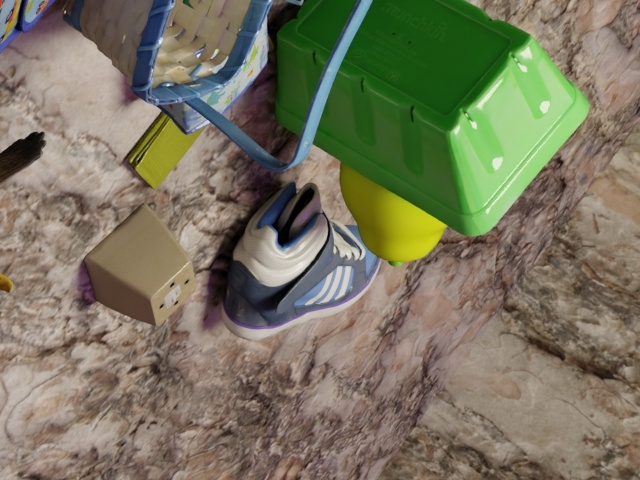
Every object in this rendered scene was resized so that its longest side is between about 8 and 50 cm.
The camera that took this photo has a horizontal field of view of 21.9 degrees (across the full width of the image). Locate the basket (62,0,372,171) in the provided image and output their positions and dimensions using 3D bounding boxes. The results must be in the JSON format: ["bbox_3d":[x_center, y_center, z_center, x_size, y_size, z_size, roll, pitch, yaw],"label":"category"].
[{"bbox_3d":[-0.093,-0.240,1.631,0.201,0.289,0.255,-21,143,-52],"label":"basket"}]

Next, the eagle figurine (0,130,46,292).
[{"bbox_3d":[-0.392,-0.003,1.579,0.226,0.225,0.298,-12,-114,61],"label":"eagle figurine"}]

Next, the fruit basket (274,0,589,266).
[{"bbox_3d":[0.130,-0.144,2.135,0.283,0.392,0.392,-49,158,-14],"label":"fruit basket"}]

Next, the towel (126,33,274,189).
[{"bbox_3d":[-0.142,-0.167,2.013,0.237,0.021,0.102,-51,158,-6],"label":"towel"}]

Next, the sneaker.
[{"bbox_3d":[-0.001,0.000,2.406,0.323,0.130,0.236,-27,151,-39],"label":"sneaker"}]

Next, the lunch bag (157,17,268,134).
[{"bbox_3d":[-0.121,-0.217,1.878,0.151,0.096,0.129,-32,151,-24],"label":"lunch bag"}]

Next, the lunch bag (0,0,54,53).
[{"bbox_3d":[-0.279,-0.286,1.444,0.293,0.138,0.221,-48,160,-50],"label":"lunch bag"}]

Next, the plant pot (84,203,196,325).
[{"bbox_3d":[-0.216,0.041,2.068,0.109,0.096,0.109,-46,157,-23],"label":"plant pot"}]

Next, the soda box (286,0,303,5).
[{"bbox_3d":[-0.038,-0.328,1.803,0.183,0.058,0.063,-90,-162,-56],"label":"soda box"}]
